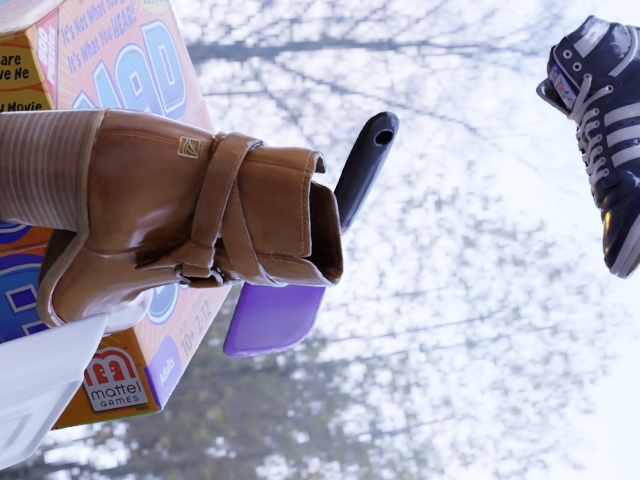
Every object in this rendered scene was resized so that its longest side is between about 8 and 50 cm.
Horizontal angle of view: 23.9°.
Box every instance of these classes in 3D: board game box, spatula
[{"bbox_3d":[-0.318,-0.044,1.461,0.356,0.356,0.356,-11,-70,16],"label":"board game box"},{"bbox_3d":[0.000,0.000,1.195,0.296,0.084,0.030,-58,-136,47],"label":"spatula"}]

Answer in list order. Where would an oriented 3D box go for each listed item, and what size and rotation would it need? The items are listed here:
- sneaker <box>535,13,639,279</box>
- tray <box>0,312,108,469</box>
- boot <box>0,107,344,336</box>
[{"bbox_3d":[0.279,-0.102,1.497,0.099,0.153,0.282,108,2,-63],"label":"sneaker"},{"bbox_3d":[-0.248,0.127,0.916,0.030,0.270,0.145,51,-53,18],"label":"tray"},{"bbox_3d":[-0.089,-0.001,1.049,0.283,0.220,0.109,80,18,-57],"label":"boot"}]
